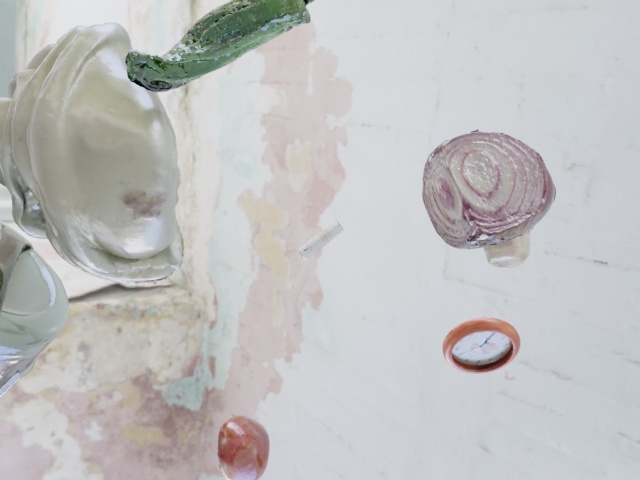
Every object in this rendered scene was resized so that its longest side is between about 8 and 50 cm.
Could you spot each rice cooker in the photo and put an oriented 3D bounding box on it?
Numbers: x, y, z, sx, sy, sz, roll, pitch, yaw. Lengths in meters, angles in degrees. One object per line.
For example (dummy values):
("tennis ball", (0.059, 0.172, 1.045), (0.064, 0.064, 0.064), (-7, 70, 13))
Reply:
("rice cooker", (-0.607, 0.117, 0.892), (0.325, 0.335, 0.335), (-44, -128, 6))

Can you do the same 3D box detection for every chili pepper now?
("chili pepper", (-0.096, -0.247, 0.638), (0.065, 0.278, 0.122), (63, -12, -22))

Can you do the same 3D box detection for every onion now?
("onion", (0.322, -0.093, 1.072), (0.207, 0.206, 0.216), (116, -43, -75))

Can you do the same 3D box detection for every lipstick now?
("lipstick", (0.000, 0.000, 1.562), (0.141, 0.040, 0.040), (-38, -129, -4))

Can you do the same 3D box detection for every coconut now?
("coconut", (0.414, -0.005, 1.239), (0.110, 0.110, 0.125), (-28, -131, 49))

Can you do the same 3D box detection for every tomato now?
("tomato", (-0.182, 0.524, 1.370), (0.082, 0.174, 0.167), (-4, -115, 28))

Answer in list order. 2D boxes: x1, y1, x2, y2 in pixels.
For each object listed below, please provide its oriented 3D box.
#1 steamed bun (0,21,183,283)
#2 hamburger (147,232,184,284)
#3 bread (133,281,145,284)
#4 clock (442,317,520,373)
("steamed bun", (-0.318, -0.098, 0.737), (0.310, 0.219, 0.324), (111, -41, -57))
("hamburger", (-0.506, 0.018, 1.599), (0.107, 0.230, 0.231), (-145, -119, -60))
("bread", (-0.502, 0.069, 1.470), (0.083, 0.044, 0.111), (-5, -56, 39))
("clock", (0.430, 0.282, 1.476), (0.051, 0.205, 0.205), (-90, -155, -51))
